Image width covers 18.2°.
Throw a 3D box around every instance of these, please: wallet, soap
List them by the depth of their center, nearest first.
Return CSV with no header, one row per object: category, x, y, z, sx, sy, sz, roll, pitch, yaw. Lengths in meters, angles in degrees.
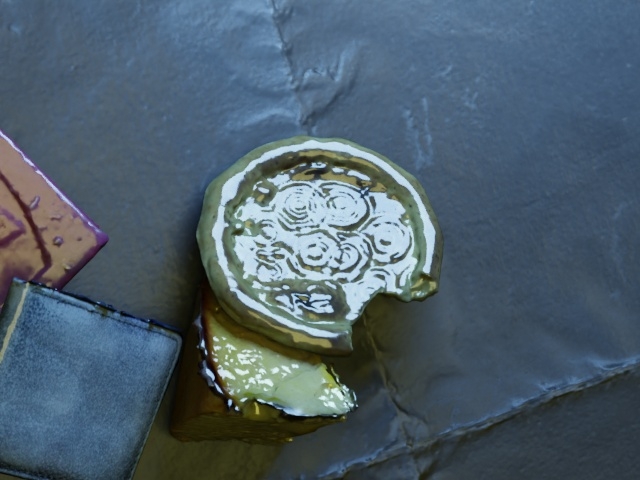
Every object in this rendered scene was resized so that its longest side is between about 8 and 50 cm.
soap,-0.323,-0.033,1.681,0.162,0.099,0.250,-46,103,-3
wallet,-0.212,0.130,1.684,0.222,0.036,0.167,23,87,-53

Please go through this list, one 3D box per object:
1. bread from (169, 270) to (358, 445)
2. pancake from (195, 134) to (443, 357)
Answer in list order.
bread,-0.048,0.105,1.729,0.140,0.160,0.169,7,90,-17
pancake,0.000,0.000,1.769,0.212,0.029,0.235,43,59,9
